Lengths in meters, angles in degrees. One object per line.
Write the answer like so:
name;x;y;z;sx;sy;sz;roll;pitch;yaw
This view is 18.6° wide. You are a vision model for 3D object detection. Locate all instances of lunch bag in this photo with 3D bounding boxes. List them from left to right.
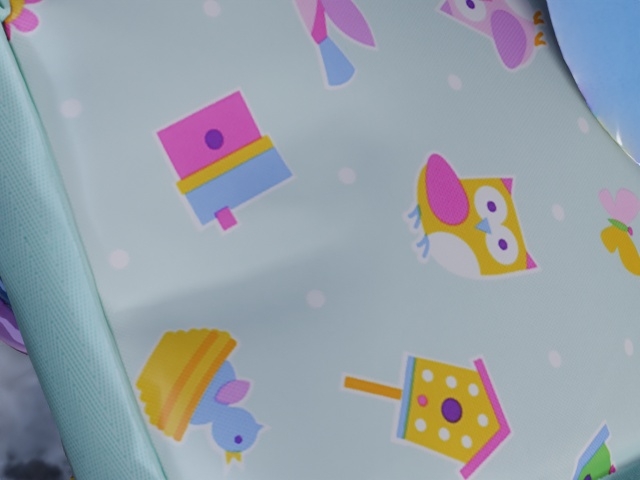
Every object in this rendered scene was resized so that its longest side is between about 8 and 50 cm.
lunch bag;0.000;0.000;0.578;0.160;0.262;0.223;-25;81;37

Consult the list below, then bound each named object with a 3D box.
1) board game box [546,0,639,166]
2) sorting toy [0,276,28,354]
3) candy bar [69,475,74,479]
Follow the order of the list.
board game box;0.127;-0.091;0.594;0.168;0.033;0.133;-26;106;-24
sorting toy;-0.162;-0.129;0.670;0.127;0.126;0.366;-27;82;-4
candy bar;-0.060;0.062;0.689;0.040;0.018;0.161;28;83;-22
